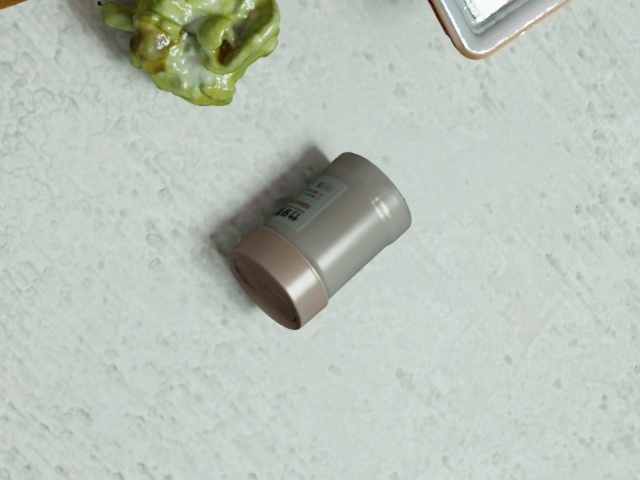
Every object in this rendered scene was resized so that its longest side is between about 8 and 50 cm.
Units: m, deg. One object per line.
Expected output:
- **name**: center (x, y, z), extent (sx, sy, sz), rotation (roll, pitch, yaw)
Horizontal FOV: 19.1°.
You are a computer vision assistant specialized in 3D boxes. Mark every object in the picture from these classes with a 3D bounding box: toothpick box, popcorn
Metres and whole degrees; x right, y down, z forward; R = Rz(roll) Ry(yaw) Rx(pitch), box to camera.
- **toothpick box**: center (0.000, 0.000, 1.773), extent (0.149, 0.098, 0.098), rotation (-42, 118, -20)
- **popcorn**: center (-0.104, -0.191, 1.667), extent (0.141, 0.162, 0.135), rotation (56, 31, -50)

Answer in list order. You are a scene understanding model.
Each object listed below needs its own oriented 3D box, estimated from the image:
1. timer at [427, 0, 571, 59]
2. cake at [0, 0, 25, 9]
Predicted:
- **timer**: center (0.174, -0.343, 1.737), extent (0.250, 0.161, 0.257), rotation (-28, 116, 6)
- **cake**: center (-0.215, -0.237, 1.561), extent (0.262, 0.158, 0.159), rotation (17, 94, -35)
